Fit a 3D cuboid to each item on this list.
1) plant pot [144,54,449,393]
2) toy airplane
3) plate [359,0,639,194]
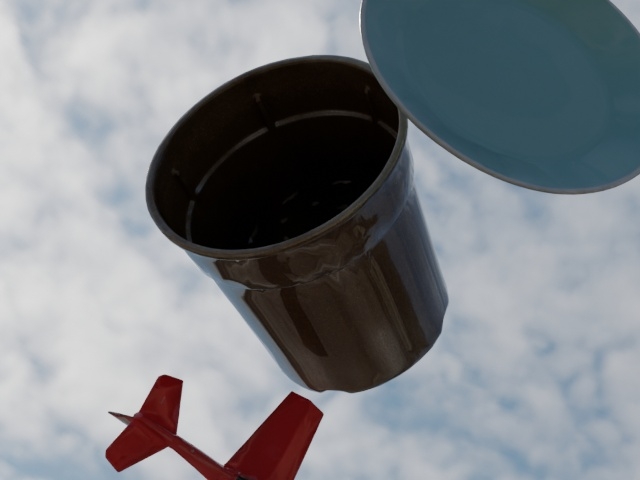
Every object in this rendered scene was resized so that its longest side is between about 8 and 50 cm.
[{"bbox_3d":[0.000,0.000,1.004,0.167,0.167,0.165,-2,-42,26],"label":"plant pot"},{"bbox_3d":[-0.063,0.136,0.961,0.151,0.151,0.028,25,-27,4],"label":"toy airplane"},{"bbox_3d":[0.107,-0.096,0.900,0.188,0.188,0.024,29,-41,-1],"label":"plate"}]
